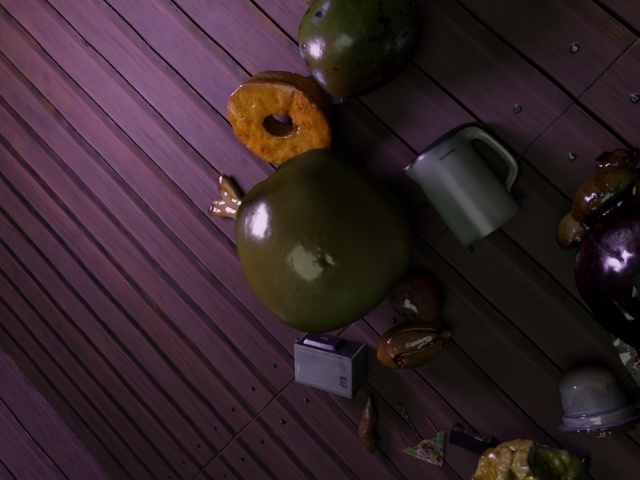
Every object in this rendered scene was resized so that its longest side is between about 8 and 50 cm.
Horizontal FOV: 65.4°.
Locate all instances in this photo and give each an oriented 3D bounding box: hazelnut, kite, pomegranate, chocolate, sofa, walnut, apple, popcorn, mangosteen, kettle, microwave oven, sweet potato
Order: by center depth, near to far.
[{"bbox_3d":[0.668,0.031,0.977,0.421,0.381,0.381,40,122,24],"label":"mangosteen"},{"bbox_3d":[0.077,-0.511,1.166,0.291,0.291,0.323,-21,88,33],"label":"pomegranate"},{"bbox_3d":[0.364,-0.146,1.213,0.240,0.165,0.255,-36,83,4],"label":"kettle"},{"bbox_3d":[0.671,0.379,1.218,0.221,0.221,0.147,-15,81,32],"label":"chocolate"},{"bbox_3d":[0.000,0.000,1.271,0.473,0.473,0.473,10,112,26],"label":"apple"},{"bbox_3d":[0.537,0.663,1.339,0.237,0.293,0.293,17,116,43],"label":"popcorn"},{"bbox_3d":[0.262,0.159,1.370,0.154,0.143,0.143,45,124,24],"label":"hazelnut"},{"bbox_3d":[0.265,0.294,1.430,0.245,0.137,0.137,-27,93,23],"label":"walnut"},{"bbox_3d":[0.446,0.590,1.485,0.118,0.039,0.060,13,114,24],"label":"sofa"},{"bbox_3d":[0.035,0.385,1.585,0.205,0.129,0.163,10,110,26],"label":"microwave oven"},{"bbox_3d":[0.310,0.623,1.590,0.198,0.006,0.244,-37,88,34],"label":"kite"},{"bbox_3d":[0.156,0.610,1.640,0.065,0.051,0.218,-9,108,-12],"label":"sweet potato"}]

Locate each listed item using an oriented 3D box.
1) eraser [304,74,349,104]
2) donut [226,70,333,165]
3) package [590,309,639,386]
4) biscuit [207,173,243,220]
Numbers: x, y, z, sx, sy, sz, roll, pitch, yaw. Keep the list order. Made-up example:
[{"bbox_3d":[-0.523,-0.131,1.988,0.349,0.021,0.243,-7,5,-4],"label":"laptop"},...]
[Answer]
[{"bbox_3d":[-0.029,-0.410,1.386,0.212,0.046,0.092,-4,106,30],"label":"eraser"},{"bbox_3d":[-0.097,-0.335,1.357,0.303,0.110,0.303,15,144,11],"label":"donut"},{"bbox_3d":[0.768,0.227,1.181,0.154,0.030,0.239,-30,90,31],"label":"package"},{"bbox_3d":[-0.266,-0.104,1.626,0.208,0.047,0.164,33,121,15],"label":"biscuit"}]
